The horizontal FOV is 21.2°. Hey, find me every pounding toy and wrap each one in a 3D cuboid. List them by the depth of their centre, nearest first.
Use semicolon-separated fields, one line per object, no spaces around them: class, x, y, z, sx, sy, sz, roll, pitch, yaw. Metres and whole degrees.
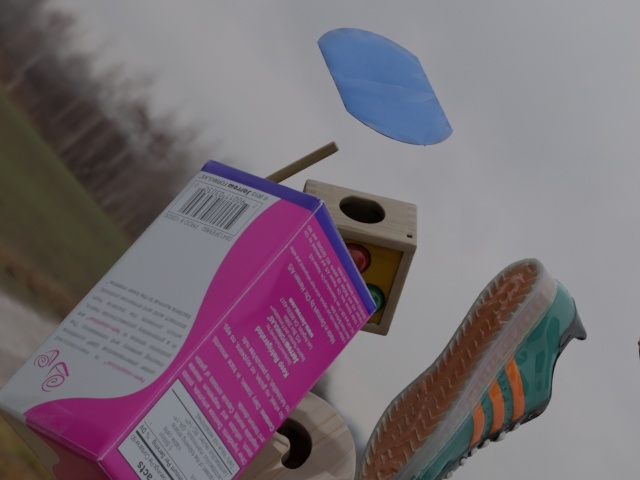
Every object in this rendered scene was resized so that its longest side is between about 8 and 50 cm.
pounding toy;-0.066;0.193;1.217;0.154;0.269;0.155;27;-37;17
pounding toy;-0.003;-0.009;1.841;0.206;0.181;0.094;13;34;-5

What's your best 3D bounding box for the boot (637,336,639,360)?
boot;0.412;0.075;1.517;0.089;0.269;0.236;65;22;2

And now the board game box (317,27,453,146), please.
board game box;0.059;-0.151;1.781;0.133;0.033;0.168;6;46;-34

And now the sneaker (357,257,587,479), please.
sneaker;0.167;0.168;1.757;0.121;0.302;0.108;45;-11;-26

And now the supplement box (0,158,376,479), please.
supplement box;-0.084;0.072;1.100;0.111;0.220;0.114;21;-30;41
